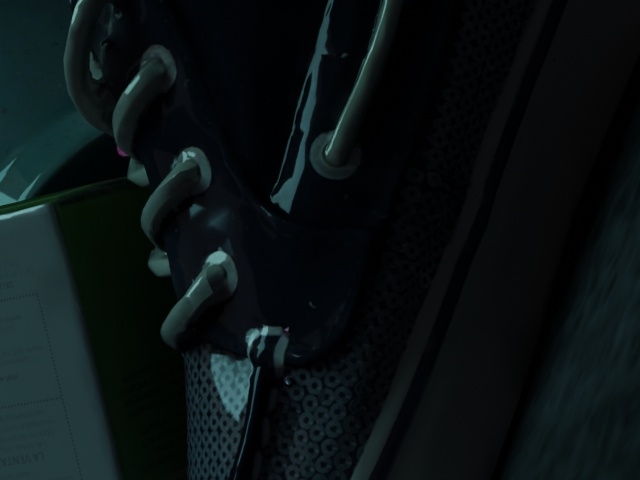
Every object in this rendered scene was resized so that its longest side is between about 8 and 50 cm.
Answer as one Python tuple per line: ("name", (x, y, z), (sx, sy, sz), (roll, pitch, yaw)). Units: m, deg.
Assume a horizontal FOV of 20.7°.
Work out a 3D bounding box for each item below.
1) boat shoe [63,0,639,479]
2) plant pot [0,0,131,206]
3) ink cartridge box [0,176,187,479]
("boat shoe", (-0.016, -0.014, 0.480), (0.127, 0.158, 0.340), (124, 169, -79))
("plant pot", (-0.078, 0.010, 0.697), (0.196, 0.293, 0.293), (30, 98, 61))
("ink cartridge box", (-0.083, 0.093, 0.538), (0.062, 0.109, 0.209), (-19, -83, -62))
